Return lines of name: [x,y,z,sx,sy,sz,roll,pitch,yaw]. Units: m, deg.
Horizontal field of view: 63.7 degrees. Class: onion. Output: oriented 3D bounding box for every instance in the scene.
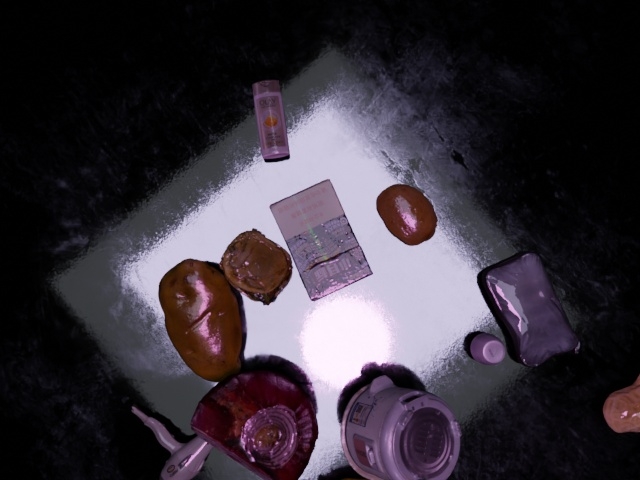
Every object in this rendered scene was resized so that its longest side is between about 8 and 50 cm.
onion: [-0.155,0.479,1.383,0.336,0.282,0.260,34,67,-2]

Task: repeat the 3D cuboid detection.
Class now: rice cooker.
rice cooker: [0.205,0.517,1.380,0.264,0.316,0.317,-18,86,-28]

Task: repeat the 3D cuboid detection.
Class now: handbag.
handbag: [0.619,0.206,1.515,0.191,0.075,0.332,-24,83,-5]

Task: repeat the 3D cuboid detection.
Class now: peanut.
peanut: [0.954,0.441,1.468,0.313,0.149,0.149,-37,87,2]

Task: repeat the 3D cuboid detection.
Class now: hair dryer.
hair dryer: [-0.392,0.542,1.485,0.229,0.092,0.267,-26,77,-10]

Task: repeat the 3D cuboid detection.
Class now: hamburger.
hamburger: [-0.187,0.074,1.485,0.206,0.130,0.183,40,59,-15]

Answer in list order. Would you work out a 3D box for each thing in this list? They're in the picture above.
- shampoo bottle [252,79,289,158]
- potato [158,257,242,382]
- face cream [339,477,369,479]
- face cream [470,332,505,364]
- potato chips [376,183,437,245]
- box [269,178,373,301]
shampoo bottle: [-0.150,-0.364,1.552,0.086,0.056,0.227,-7,86,-2]
potato: [-0.332,0.229,1.469,0.195,0.176,0.369,-20,95,-43]
face cream: [0.164,0.731,1.453,0.348,0.105,0.105,2,86,-1]
face cream: [0.486,0.315,1.489,0.091,0.095,0.091,0,86,-1]
potato chips: [0.264,-0.080,1.541,0.150,0.049,0.202,-33,93,3]
box: [0.000,0.000,1.514,0.198,0.084,0.310,-24,86,-2]
